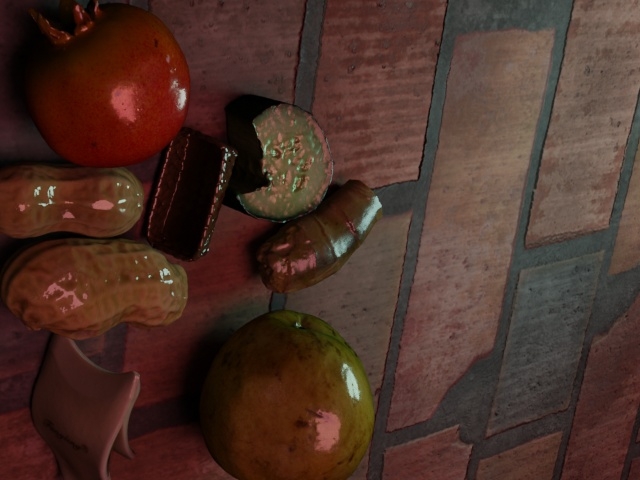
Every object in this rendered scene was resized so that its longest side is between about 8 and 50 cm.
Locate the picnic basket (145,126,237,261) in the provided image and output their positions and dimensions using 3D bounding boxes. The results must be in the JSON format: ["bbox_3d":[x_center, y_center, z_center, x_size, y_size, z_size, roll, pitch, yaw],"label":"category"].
[{"bbox_3d":[-0.193,-0.069,1.884,0.055,0.110,0.193,-6,116,-65],"label":"picnic basket"}]

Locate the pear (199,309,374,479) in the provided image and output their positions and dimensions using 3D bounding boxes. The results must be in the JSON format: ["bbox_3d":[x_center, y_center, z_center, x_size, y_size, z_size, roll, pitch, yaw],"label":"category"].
[{"bbox_3d":[-0.056,0.265,2.071,0.304,0.304,0.304,-22,125,-36],"label":"pear"}]

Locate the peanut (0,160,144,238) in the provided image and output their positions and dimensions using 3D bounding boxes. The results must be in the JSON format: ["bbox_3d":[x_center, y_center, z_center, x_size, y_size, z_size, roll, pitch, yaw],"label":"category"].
[{"bbox_3d":[-0.350,-0.052,1.716,0.274,0.125,0.111,-6,107,-45],"label":"peanut"}]

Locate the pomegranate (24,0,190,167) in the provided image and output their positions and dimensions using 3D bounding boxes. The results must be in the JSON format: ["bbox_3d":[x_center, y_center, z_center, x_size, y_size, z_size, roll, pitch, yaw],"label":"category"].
[{"bbox_3d":[-0.286,-0.215,1.639,0.221,0.221,0.257,-46,129,-17],"label":"pomegranate"}]

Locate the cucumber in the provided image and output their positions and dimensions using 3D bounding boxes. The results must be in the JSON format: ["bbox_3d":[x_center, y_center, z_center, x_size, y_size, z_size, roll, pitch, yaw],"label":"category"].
[{"bbox_3d":[-0.077,-0.127,1.954,0.191,0.130,0.191,-19,119,-39],"label":"cucumber"}]

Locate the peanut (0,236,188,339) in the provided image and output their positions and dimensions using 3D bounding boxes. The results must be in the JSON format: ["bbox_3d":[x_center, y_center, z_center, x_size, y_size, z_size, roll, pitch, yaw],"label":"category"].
[{"bbox_3d":[-0.313,0.069,1.810,0.325,0.140,0.153,10,90,-48],"label":"peanut"}]

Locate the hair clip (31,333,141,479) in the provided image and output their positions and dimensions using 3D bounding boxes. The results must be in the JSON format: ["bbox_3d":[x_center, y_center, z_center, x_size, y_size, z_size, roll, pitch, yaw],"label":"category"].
[{"bbox_3d":[-0.352,0.282,1.883,0.113,0.172,0.282,-41,147,-33],"label":"hair clip"}]

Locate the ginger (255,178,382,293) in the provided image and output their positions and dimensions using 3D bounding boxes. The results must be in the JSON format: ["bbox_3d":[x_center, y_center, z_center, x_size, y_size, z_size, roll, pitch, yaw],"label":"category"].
[{"bbox_3d":[0.000,0.000,2.114,0.263,0.116,0.109,-40,175,-29],"label":"ginger"}]
